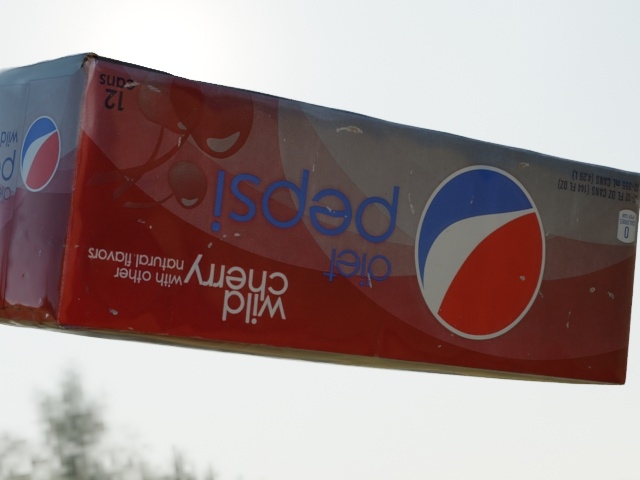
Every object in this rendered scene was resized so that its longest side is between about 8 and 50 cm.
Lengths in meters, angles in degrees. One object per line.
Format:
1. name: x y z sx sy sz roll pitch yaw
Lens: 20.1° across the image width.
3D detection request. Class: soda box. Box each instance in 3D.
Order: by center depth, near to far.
1. soda box: 0.000 0.000 0.677 0.263 0.092 0.083 9 -5 -36
